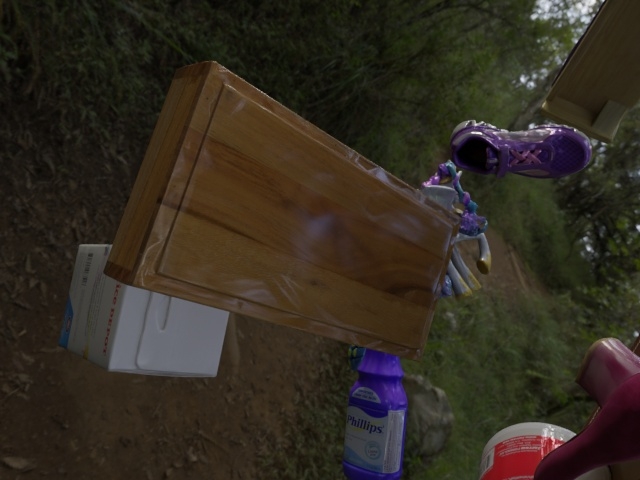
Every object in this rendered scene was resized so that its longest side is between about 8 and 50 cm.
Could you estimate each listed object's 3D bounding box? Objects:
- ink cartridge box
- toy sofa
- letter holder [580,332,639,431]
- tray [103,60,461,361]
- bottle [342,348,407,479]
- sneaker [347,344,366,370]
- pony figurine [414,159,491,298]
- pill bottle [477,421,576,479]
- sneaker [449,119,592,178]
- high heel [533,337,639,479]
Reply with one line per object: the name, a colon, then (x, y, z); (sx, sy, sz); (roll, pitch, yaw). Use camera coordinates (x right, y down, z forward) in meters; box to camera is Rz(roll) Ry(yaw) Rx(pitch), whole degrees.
ink cartridge box: (-0.271, 0.103, 0.827); (0.168, 0.233, 0.171); (15, 81, -40)
toy sofa: (0.538, -0.357, 0.918); (0.150, 0.177, 0.362); (27, -25, 10)
letter holder: (0.502, 0.274, 0.629); (0.302, 0.214, 0.152); (22, -22, 51)
tray: (0.000, 0.000, 0.596); (0.411, 0.076, 0.202); (24, 81, -42)
bottle: (0.112, 0.330, 1.055); (0.092, 0.118, 0.282); (13, 82, -49)
sneaker: (0.141, 0.290, 1.535); (0.078, 0.067, 0.188); (42, 65, -32)
pony figurine: (0.283, -0.023, 1.383); (0.351, 0.303, 0.363); (-11, 85, -32)
pill bottle: (0.354, 0.500, 0.846); (0.229, 0.229, 0.408); (58, 27, -5)
sneaker: (0.322, -0.144, 0.898); (0.104, 0.237, 0.095); (-36, 130, -53)
high heel: (0.255, 0.212, 0.453); (0.117, 0.082, 0.243); (-113, -151, -66)
